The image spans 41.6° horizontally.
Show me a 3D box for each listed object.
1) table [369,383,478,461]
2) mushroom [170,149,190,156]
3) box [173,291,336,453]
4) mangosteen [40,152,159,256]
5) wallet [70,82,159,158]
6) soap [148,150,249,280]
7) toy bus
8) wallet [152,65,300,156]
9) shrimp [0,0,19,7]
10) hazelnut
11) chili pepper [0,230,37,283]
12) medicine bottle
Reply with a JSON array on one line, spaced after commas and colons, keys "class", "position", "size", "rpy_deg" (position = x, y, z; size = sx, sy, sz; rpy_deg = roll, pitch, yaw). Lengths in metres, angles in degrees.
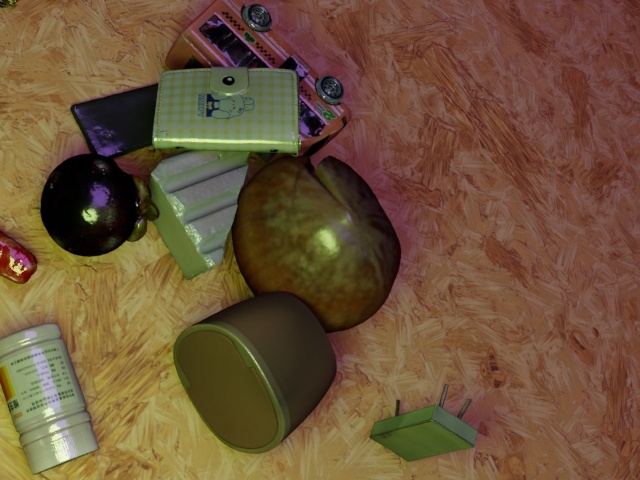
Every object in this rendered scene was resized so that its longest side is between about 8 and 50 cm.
[{"class": "table", "position": [0.236, 0.404, 1.883], "size": [0.122, 0.240, 0.111], "rpy_deg": [35, 56, -16]}, {"class": "mushroom", "position": [-0.306, -0.214, 1.922], "size": [0.084, 0.067, 0.083], "rpy_deg": [-31, 133, -41]}, {"class": "box", "position": [-0.124, 0.252, 1.712], "size": [0.216, 0.301, 0.301], "rpy_deg": [-34, 90, -43]}, {"class": "mangosteen", "position": [-0.434, -0.066, 1.700], "size": [0.250, 0.211, 0.211], "rpy_deg": [10, 64, -40]}, {"class": "wallet", "position": [-0.411, -0.278, 1.909], "size": [0.285, 0.030, 0.146], "rpy_deg": [-25, 81, -36]}, {"class": "soap", "position": [-0.218, -0.077, 1.860], "size": [0.302, 0.159, 0.257], "rpy_deg": [-27, 82, -35]}, {"class": "toy bus", "position": [-0.147, -0.366, 2.009], "size": [0.427, 0.203, 0.233], "rpy_deg": [44, 58, -7]}, {"class": "wallet", "position": [-0.197, -0.283, 1.818], "size": [0.310, 0.077, 0.223], "rpy_deg": [2, 64, -5]}, {"class": "shrimp", "position": [-0.742, -0.563, 1.828], "size": [0.180, 0.041, 0.099], "rpy_deg": [29, 42, -17]}, {"class": "hazelnut", "position": [0.000, 0.000, 1.867], "size": [0.359, 0.359, 0.409], "rpy_deg": [-33, 96, -37]}, {"class": "chili pepper", "position": [-0.607, 0.030, 1.630], "size": [0.123, 0.070, 0.073], "rpy_deg": [37, 38, -11]}, {"class": "medicine bottle", "position": [-0.504, 0.288, 1.540], "size": [0.133, 0.133, 0.249], "rpy_deg": [-17, 80, -36]}]
